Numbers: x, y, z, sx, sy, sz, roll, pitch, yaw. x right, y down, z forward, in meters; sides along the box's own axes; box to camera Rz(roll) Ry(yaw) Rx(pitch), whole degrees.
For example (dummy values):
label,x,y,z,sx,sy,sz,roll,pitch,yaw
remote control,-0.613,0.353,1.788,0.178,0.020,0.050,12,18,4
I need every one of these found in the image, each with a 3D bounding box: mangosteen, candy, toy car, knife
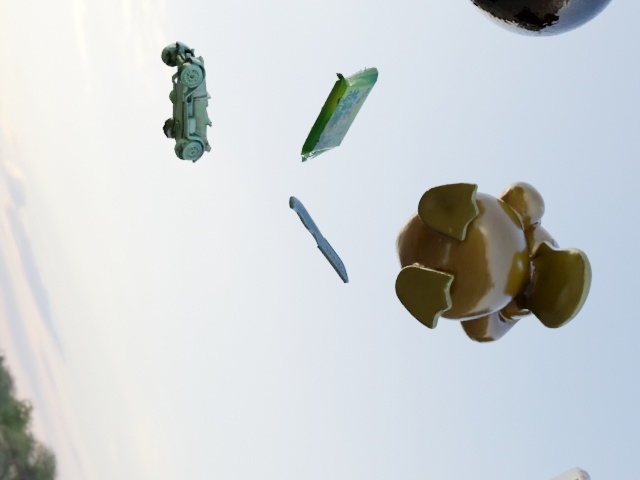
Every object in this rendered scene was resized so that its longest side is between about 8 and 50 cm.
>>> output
label,x,y,z,sx,sy,sz,roll,pitch,yaw
mangosteen,0.214,-0.311,0.813,0.194,0.230,0.194,-5,-100,32
candy,0.031,-0.210,1.370,0.032,0.102,0.178,47,-51,21
toy car,-0.164,-0.171,1.010,0.073,0.054,0.143,53,-34,44
knife,-0.001,0.000,1.321,0.028,0.015,0.210,-89,154,-43

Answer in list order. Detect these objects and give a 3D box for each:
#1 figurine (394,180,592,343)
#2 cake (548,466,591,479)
label,x,y,z,sx,sy,sz,roll,pitch,yaw
figurine,0.197,0.025,0.959,0.215,0.228,0.215,-164,-90,-74
cake,0.349,0.562,1.281,0.332,0.321,0.332,62,7,-13
